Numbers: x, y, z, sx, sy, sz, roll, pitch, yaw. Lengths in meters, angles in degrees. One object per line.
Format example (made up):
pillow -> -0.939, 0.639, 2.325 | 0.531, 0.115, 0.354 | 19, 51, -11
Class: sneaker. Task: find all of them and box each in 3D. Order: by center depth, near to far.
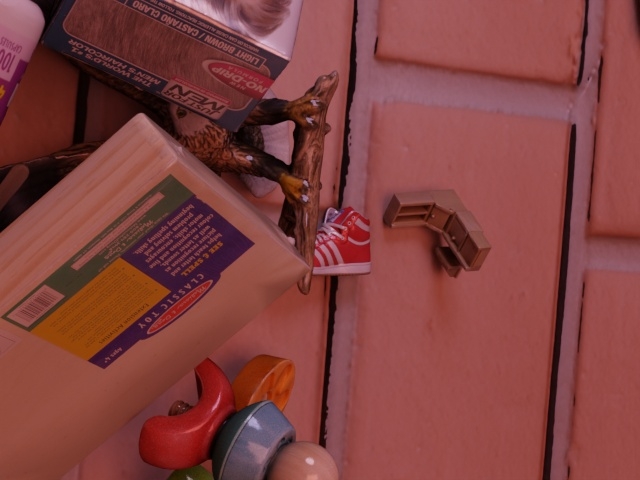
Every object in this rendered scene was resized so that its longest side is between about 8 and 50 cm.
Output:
sneaker -> 0.000, 0.000, 1.483 | 0.118, 0.042, 0.067 | -1, 97, -39

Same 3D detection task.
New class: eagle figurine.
eagle figurine -> -0.139, -0.100, 1.335 | 0.298, 0.225, 0.226 | 7, 45, -1

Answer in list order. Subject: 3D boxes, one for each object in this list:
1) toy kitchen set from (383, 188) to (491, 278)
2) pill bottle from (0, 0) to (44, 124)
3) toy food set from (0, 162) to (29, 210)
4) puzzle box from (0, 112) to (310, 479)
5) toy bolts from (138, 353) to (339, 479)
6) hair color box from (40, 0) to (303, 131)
toy kitchen set -> 0.110, 0.003, 1.539 | 0.075, 0.083, 0.068 | -4, 137, -31
pill bottle -> -0.329, -0.060, 1.097 | 0.169, 0.169, 0.301 | 23, 91, -30
toy food set -> -0.336, -0.080, 1.210 | 0.128, 0.071, 0.218 | -41, 100, 12
puzzle box -> -0.216, 0.096, 1.171 | 0.409, 0.052, 0.272 | -40, 154, 4
toy bolts -> -0.039, 0.194, 1.347 | 0.218, 0.158, 0.228 | -54, 159, -25
hair color box -> -0.094, -0.273, 1.266 | 0.174, 0.105, 0.347 | 23, 50, -18
